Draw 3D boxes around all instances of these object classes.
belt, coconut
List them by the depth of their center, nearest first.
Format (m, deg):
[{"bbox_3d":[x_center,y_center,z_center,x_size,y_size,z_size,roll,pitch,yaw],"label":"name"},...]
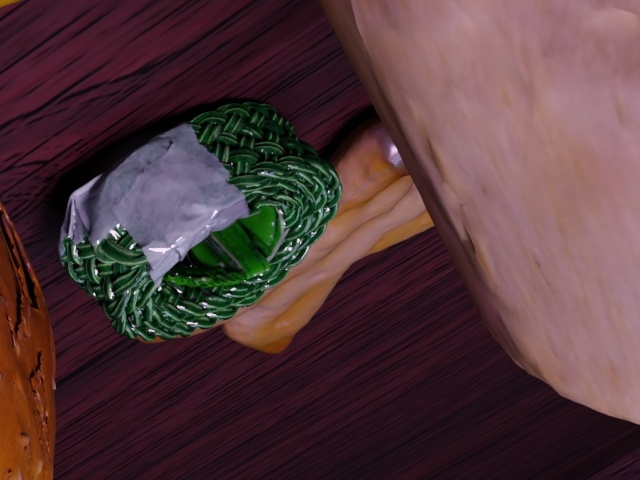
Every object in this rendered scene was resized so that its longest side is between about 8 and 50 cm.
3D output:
[{"bbox_3d":[0.163,-0.088,0.432,0.352,0.353,0.352,-24,159,-10],"label":"coconut"},{"bbox_3d":[-0.067,-0.014,0.774,0.151,0.079,0.121,-24,152,-40],"label":"belt"}]

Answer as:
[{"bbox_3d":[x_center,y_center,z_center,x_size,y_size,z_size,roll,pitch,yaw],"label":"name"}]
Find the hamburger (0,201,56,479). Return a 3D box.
[{"bbox_3d":[-0.211,0.053,0.539,0.211,0.245,0.260,-27,141,3],"label":"hamburger"}]

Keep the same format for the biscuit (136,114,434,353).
[{"bbox_3d":[-0.001,0.000,0.915,0.208,0.047,0.164,-35,157,20],"label":"biscuit"}]

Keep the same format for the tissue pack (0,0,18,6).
[{"bbox_3d":[-0.092,-0.130,0.453,0.169,0.082,0.120,-22,159,-15],"label":"tissue pack"}]
